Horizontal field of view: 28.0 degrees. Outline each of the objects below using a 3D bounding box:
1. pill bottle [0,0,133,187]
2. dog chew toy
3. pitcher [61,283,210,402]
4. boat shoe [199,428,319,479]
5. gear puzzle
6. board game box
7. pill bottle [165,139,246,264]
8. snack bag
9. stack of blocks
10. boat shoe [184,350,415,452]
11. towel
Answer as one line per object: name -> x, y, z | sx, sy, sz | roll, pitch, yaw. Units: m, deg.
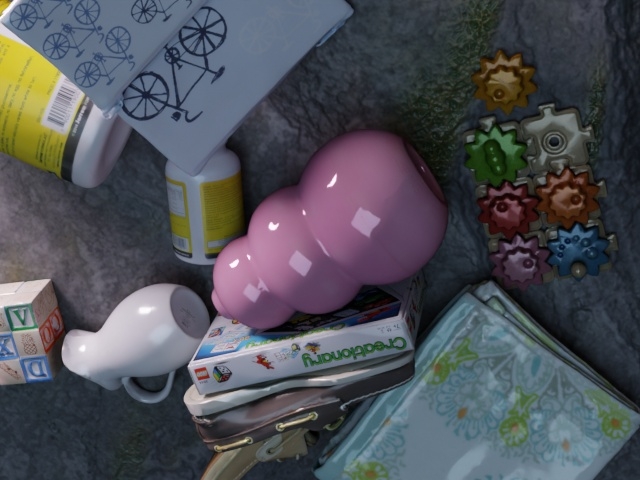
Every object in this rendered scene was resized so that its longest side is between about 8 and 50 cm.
pill bottle -> -0.412, -0.215, 1.687 | 0.333, 0.188, 0.188 | 24, 115, 0
dog chew toy -> 0.000, 0.000, 1.681 | 0.331, 0.206, 0.207 | -33, 104, 14
pitcher -> -0.245, 0.157, 1.866 | 0.207, 0.125, 0.178 | -28, 127, 31
boat shoe -> -0.054, 0.272, 1.868 | 0.110, 0.122, 0.341 | 39, 113, -6
gear puzzle -> 0.281, -0.090, 1.691 | 0.175, 0.044, 0.339 | -11, 111, 15
board game box -> -0.013, 0.116, 1.753 | 0.305, 0.193, 0.053 | -13, 110, 16
pill bottle -> -0.157, -0.067, 1.750 | 0.103, 0.103, 0.184 | 2, 113, 10
snack bag -> -0.163, -0.275, 1.569 | 0.323, 0.037, 0.342 | -46, 124, 0
stack of blocks -> -0.541, 0.129, 1.913 | 0.297, 0.087, 0.171 | -6, 111, 13
boat shoe -> -0.019, 0.209, 1.738 | 0.324, 0.116, 0.097 | -16, 109, 9
towel -> 0.221, 0.280, 1.798 | 0.320, 0.090, 0.374 | 39, 100, -7
